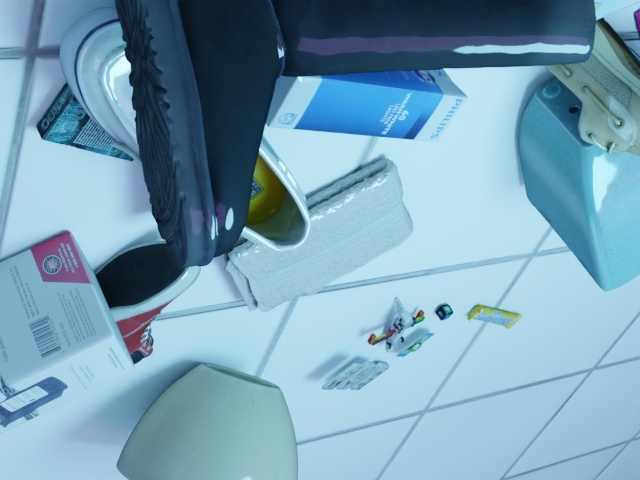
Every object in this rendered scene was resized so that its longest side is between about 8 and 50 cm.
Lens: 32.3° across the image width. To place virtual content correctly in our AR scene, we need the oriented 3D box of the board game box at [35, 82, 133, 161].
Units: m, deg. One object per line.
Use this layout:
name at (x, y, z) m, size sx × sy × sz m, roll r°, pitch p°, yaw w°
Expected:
board game box at (-0.209, -0.170, 1.202) m, size 0.126 × 0.026 × 0.186 m, roll 12°, pitch 129°, yaw -47°

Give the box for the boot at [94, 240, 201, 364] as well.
boot at (-0.238, 0.094, 1.498) m, size 0.244 × 0.088 × 0.176 m, roll -30°, pitch 150°, yaw 14°

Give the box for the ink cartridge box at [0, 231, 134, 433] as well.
ink cartridge box at (-0.372, 0.122, 1.338) m, size 0.237 × 0.172 × 0.100 m, roll -25°, pitch 148°, yaw -8°

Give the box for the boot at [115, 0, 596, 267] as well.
boot at (0.050, -0.172, 1.042) m, size 0.445 × 0.367 × 0.146 m, roll -6°, pitch 161°, yaw -19°

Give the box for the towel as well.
towel at (0.000, 0.000, 1.592) m, size 0.282 × 0.049 × 0.187 m, roll -28°, pitch 149°, yaw -4°

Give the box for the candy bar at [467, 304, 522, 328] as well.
candy bar at (0.329, 0.145, 2.095) m, size 0.040 × 0.018 × 0.161 m, roll -46°, pitch 146°, yaw 23°

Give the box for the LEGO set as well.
LEGO set at (0.118, 0.180, 1.968) m, size 0.244 × 0.060 × 0.182 m, roll -38°, pitch 160°, yaw 15°

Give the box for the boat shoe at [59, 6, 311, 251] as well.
boat shoe at (-0.119, -0.092, 1.163) m, size 0.136 × 0.156 × 0.367 m, roll -43°, pitch 136°, yaw -2°

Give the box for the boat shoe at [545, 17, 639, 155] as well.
boat shoe at (0.385, -0.164, 1.412) m, size 0.110 × 0.341 × 0.122 m, roll -40°, pitch 159°, yaw 21°

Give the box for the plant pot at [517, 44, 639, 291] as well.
plant pot at (0.430, -0.133, 1.595) m, size 0.248 × 0.247 × 0.252 m, roll -31°, pitch 136°, yaw 1°

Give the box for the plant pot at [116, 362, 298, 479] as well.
plant pot at (-0.152, 0.301, 1.725) m, size 0.284 × 0.284 × 0.191 m, roll 21°, pitch 87°, yaw -52°

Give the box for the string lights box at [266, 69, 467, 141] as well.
string lights box at (0.031, -0.190, 1.268) m, size 0.260 × 0.133 × 0.076 m, roll 1°, pitch 134°, yaw -40°

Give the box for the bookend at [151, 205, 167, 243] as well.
bookend at (-0.124, -0.080, 1.354) m, size 0.156 × 0.072 × 0.157 m, roll -19°, pitch 146°, yaw -20°

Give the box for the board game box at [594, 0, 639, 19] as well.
board game box at (0.309, -0.372, 1.244) m, size 0.318 × 0.066 × 0.318 m, roll -21°, pitch 149°, yaw 9°

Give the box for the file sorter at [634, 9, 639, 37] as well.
file sorter at (0.612, -0.246, 1.610) m, size 0.182 × 0.202 × 0.290 m, roll -37°, pitch 148°, yaw 5°
